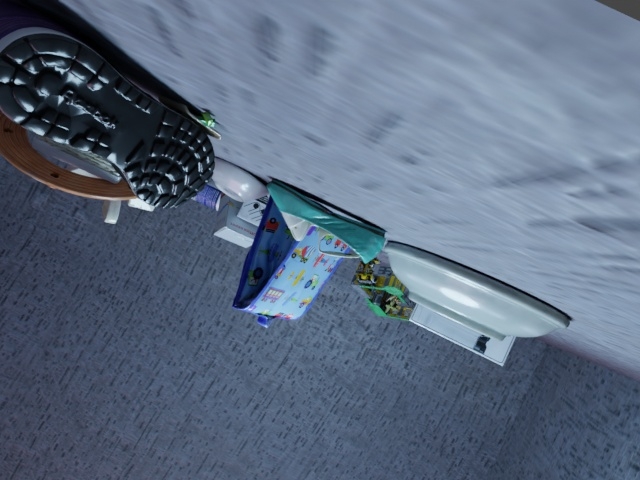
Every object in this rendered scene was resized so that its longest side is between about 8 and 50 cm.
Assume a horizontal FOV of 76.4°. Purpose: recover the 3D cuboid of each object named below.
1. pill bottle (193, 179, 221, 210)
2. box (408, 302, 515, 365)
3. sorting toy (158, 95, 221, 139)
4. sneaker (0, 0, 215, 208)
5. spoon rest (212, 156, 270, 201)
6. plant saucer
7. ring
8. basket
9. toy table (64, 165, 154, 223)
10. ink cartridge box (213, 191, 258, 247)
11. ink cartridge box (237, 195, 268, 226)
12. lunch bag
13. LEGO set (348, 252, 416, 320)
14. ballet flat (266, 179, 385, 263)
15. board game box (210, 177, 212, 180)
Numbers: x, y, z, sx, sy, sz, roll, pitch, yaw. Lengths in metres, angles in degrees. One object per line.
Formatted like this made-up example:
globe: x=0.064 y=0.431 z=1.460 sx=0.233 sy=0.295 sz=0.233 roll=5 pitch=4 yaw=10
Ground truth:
pill bottle: x=-0.381 y=-0.170 z=1.493 sx=0.187 sy=0.111 sz=0.112 roll=26 pitch=179 yaw=0
box: x=0.433 y=0.230 z=1.227 sx=0.290 sy=0.169 sz=0.087 roll=26 pitch=177 yaw=13
sorting toy: x=-0.139 y=-0.138 z=0.464 sx=0.083 sy=0.012 sz=0.062 roll=28 pitch=176 yaw=32
sneaker: x=-0.218 y=-0.137 z=0.436 sx=0.124 sy=0.107 sz=0.283 roll=45 pitch=176 yaw=21
spoon rest: x=-0.157 y=-0.111 z=0.937 sx=0.138 sy=0.084 sz=0.276 roll=23 pitch=165 yaw=26
plant saucer: x=0.309 y=0.128 z=0.891 sx=0.401 sy=0.100 sz=0.400 roll=26 pitch=179 yaw=0
ring: x=-0.509 y=-0.195 z=0.888 sx=0.337 sy=0.032 sz=0.336 roll=26 pitch=-149 yaw=-17
basket: x=-0.462 y=-0.212 z=0.824 sx=0.167 sy=0.103 sz=0.113 roll=24 pitch=-149 yaw=-19
toy table: x=-0.536 y=-0.178 z=1.064 sx=0.252 sy=0.160 sz=0.274 roll=22 pitch=-157 yaw=-30
ink cartridge box: x=-0.260 y=-0.081 z=1.308 sx=0.128 sy=0.174 sz=0.072 roll=27 pitch=143 yaw=-37
ink cartridge box: x=-0.140 y=-0.073 z=1.245 sx=0.207 sy=0.097 sz=0.046 roll=26 pitch=178 yaw=-7
lunch bag: x=-0.062 y=0.064 z=0.924 sx=0.138 sy=0.292 sz=0.221 roll=24 pitch=178 yaw=30
LEGO set: x=0.263 y=0.137 z=1.413 sx=0.255 sy=0.192 sz=0.331 roll=-4 pitch=143 yaw=46
ballet flat: x=-0.002 y=-0.026 z=0.756 sx=0.248 sy=0.087 sz=0.083 roll=25 pitch=179 yaw=0
board game box: x=-0.441 y=-0.231 z=1.348 sx=0.194 sy=0.060 sz=0.194 roll=26 pitch=179 yaw=6
